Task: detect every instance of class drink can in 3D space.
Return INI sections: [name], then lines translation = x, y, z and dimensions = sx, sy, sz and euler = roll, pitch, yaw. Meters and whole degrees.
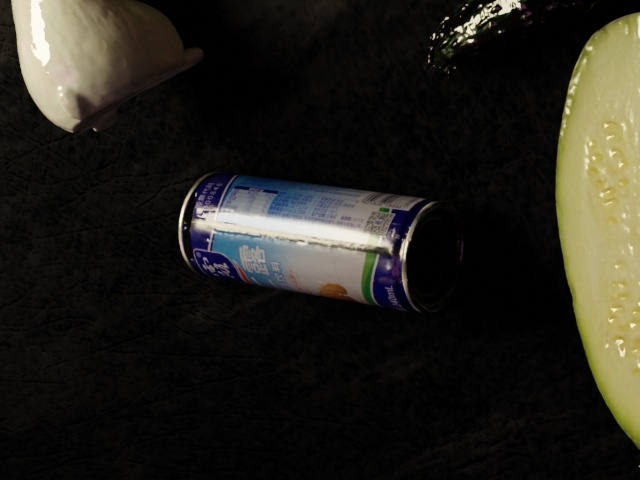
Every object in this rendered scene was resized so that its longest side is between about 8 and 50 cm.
[drink can]
translation = 0.000, 0.000, 1.389
dimensions = 0.235, 0.097, 0.097
euler = 8, 123, 34

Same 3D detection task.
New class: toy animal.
[toy animal]
translation = -0.209, -0.229, 1.387
dimensions = 0.140, 0.138, 0.282
euler = -28, 76, 38

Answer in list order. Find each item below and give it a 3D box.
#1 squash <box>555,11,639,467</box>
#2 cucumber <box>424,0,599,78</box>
[squash]
translation = 0.223, 0.002, 1.146
dimensions = 0.189, 0.189, 0.260
euler = -25, 106, 46
[cucumber]
translation = 0.136, -0.163, 1.199
dimensions = 0.181, 0.053, 0.053
euler = -25, 102, 47
